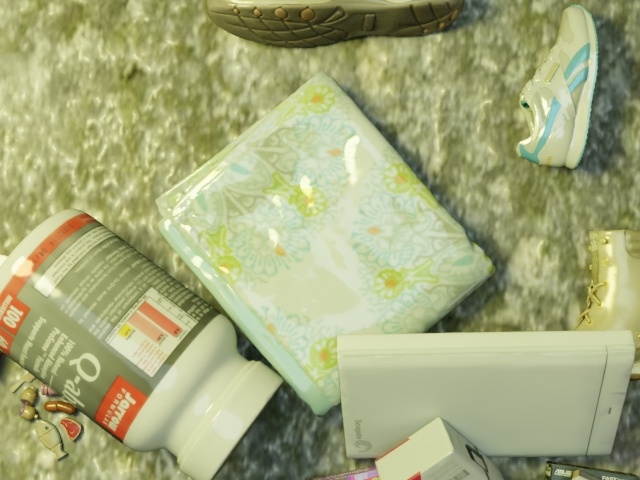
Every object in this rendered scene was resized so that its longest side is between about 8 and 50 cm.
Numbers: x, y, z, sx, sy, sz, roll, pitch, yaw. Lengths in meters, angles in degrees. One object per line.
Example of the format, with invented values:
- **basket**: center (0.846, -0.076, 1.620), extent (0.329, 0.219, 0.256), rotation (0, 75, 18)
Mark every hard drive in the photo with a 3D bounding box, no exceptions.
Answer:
- **hard drive**: center (0.203, 0.201, 1.315), extent (0.353, 0.233, 0.047), rotation (-1, 47, 4)

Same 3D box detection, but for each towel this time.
- **towel**: center (0.000, 0.000, 1.404), extent (0.320, 0.090, 0.374), rotation (-40, 85, -1)

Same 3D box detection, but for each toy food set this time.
- **toy food set**: center (-0.375, 0.235, 1.426), extent (0.078, 0.019, 0.122), rotation (-41, 85, -2)

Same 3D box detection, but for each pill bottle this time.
- **pill bottle**: center (-0.241, 0.141, 1.336), extent (0.363, 0.210, 0.210), rotation (36, 87, 4)

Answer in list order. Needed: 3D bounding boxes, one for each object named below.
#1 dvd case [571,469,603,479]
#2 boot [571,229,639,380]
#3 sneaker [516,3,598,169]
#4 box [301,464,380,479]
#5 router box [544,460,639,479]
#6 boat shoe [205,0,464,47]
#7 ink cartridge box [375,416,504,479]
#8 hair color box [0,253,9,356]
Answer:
- **dvd case**: center (0.375, 0.422, 1.302), extent (0.164, 0.018, 0.221), rotation (25, 59, -9)
- **boot**: center (0.364, 0.090, 1.382), extent (0.262, 0.095, 0.203), rotation (-7, 85, -1)
- **sneaker**: center (0.325, -0.216, 1.415), extent (0.092, 0.087, 0.229), rotation (8, 83, 4)
- **box**: center (0.034, 0.461, 1.377), extent (0.201, 0.057, 0.293), rotation (-13, 85, 0)
- **router box**: center (0.361, 0.352, 1.387), extent (0.122, 0.038, 0.092), rotation (8, 84, 2)
- **boat shoe**: center (0.018, -0.353, 1.427), extent (0.355, 0.132, 0.130), rotation (-3, 75, -7)
- **ink cartridge box**: center (0.161, 0.312, 1.336), extent (0.109, 0.063, 0.150), rotation (-37, 126, 14)
- **hair color box**: center (-0.480, 0.097, 1.425), extent (0.093, 0.053, 0.167), rotation (12, 84, 1)
